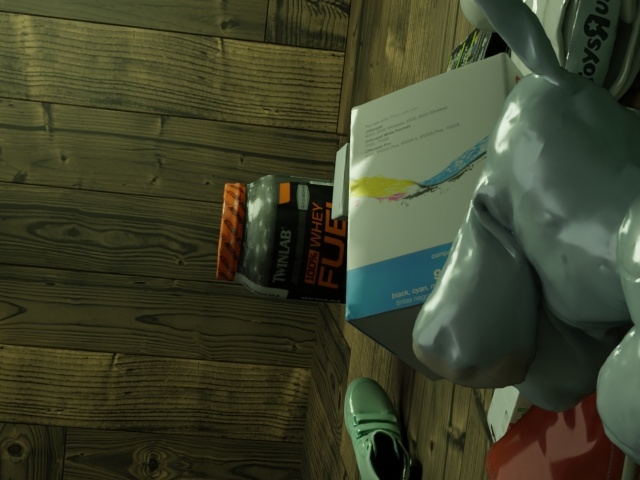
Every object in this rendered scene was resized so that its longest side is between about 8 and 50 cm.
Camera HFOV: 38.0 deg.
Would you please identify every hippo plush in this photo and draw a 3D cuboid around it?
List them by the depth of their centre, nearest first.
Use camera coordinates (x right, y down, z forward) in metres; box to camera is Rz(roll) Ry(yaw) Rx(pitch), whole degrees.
[{"bbox_3d":[0.213,0.008,0.533,0.236,0.234,0.294,35,123,53],"label":"hippo plush"}]

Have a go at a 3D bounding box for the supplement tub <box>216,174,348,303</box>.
[{"bbox_3d":[0.000,0.000,1.561,0.207,0.337,0.207,-175,90,-83],"label":"supplement tub"}]

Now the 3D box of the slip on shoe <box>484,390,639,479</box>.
[{"bbox_3d":[0.193,0.189,0.772,0.123,0.101,0.331,-92,11,-58],"label":"slip on shoe"}]

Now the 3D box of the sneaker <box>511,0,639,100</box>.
[{"bbox_3d":[0.235,-0.260,0.803,0.169,0.108,0.293,-113,19,-73],"label":"sneaker"}]

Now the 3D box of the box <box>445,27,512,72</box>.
[{"bbox_3d":[0.172,-0.125,1.127,0.216,0.060,0.270,147,142,-82],"label":"box"}]

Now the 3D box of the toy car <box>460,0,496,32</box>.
[{"bbox_3d":[0.187,-0.319,0.956,0.182,0.136,0.159,-20,61,55],"label":"toy car"}]

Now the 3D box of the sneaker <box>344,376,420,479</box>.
[{"bbox_3d":[0.099,0.308,1.501,0.151,0.094,0.256,94,167,-51],"label":"sneaker"}]

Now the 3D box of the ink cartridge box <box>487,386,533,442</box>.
[{"bbox_3d":[0.206,0.168,0.980,0.063,0.029,0.115,-96,12,-57],"label":"ink cartridge box"}]

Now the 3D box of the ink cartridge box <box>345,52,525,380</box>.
[{"bbox_3d":[0.137,-0.016,0.861,0.171,0.168,0.233,37,-134,-47],"label":"ink cartridge box"}]

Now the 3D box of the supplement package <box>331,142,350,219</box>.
[{"bbox_3d":[0.113,-0.074,1.332,0.105,0.179,0.105,171,104,-83],"label":"supplement package"}]
